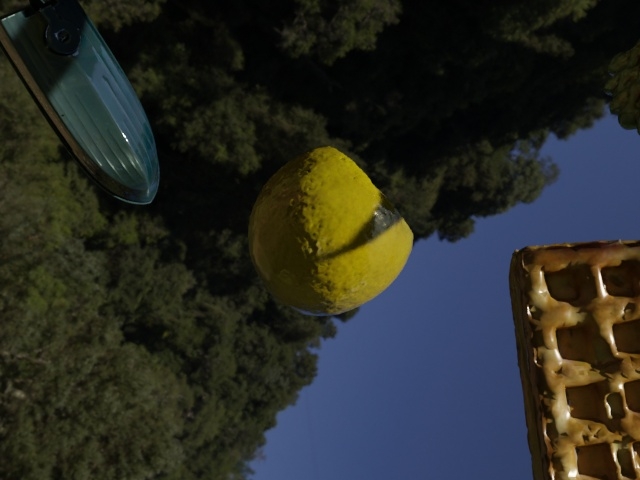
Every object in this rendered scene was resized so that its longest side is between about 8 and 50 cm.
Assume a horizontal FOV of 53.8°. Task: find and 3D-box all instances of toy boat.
[{"bbox_3d":[-0.248,-0.145,0.676,0.093,0.246,0.103,-39,-157,-26],"label":"toy boat"}]

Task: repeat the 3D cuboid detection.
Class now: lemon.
[{"bbox_3d":[0.000,0.000,0.927,0.219,0.240,0.240,-43,-160,1],"label":"lemon"}]

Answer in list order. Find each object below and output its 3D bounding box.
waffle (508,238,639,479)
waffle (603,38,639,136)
[{"bbox_3d":[0.280,0.144,0.527,0.091,0.213,0.308,59,25,-78],"label":"waffle"},{"bbox_3d":[0.529,-0.280,0.882,0.292,0.056,0.309,-51,-165,30],"label":"waffle"}]
